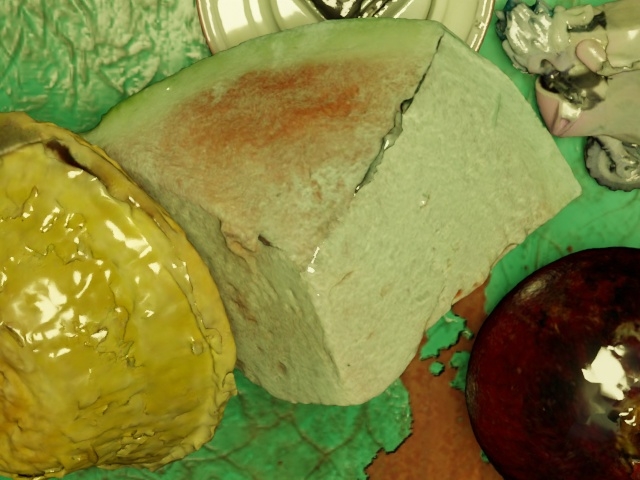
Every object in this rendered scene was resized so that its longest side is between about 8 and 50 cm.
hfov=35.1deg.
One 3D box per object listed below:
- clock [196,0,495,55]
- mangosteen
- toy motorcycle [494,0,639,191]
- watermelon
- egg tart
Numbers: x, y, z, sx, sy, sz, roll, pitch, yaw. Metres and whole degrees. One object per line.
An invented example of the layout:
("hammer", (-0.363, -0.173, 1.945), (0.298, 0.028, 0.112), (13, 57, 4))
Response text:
("clock", (0.022, -0.204, 0.805), (0.244, 0.056, 0.244), (-2, 104, -6))
("mangosteen", (0.244, 0.129, 0.813), (0.235, 0.261, 0.236), (-1, 103, -6))
("toy motorcycle", (0.240, -0.155, 0.804), (0.204, 0.108, 0.239), (25, 116, -6))
("watermelon", (0.000, 0.000, 0.728), (0.387, 0.258, 0.228), (-9, 141, 8))
("egg tart", (-0.217, 0.065, 0.733), (0.341, 0.132, 0.341), (17, 129, 22))
